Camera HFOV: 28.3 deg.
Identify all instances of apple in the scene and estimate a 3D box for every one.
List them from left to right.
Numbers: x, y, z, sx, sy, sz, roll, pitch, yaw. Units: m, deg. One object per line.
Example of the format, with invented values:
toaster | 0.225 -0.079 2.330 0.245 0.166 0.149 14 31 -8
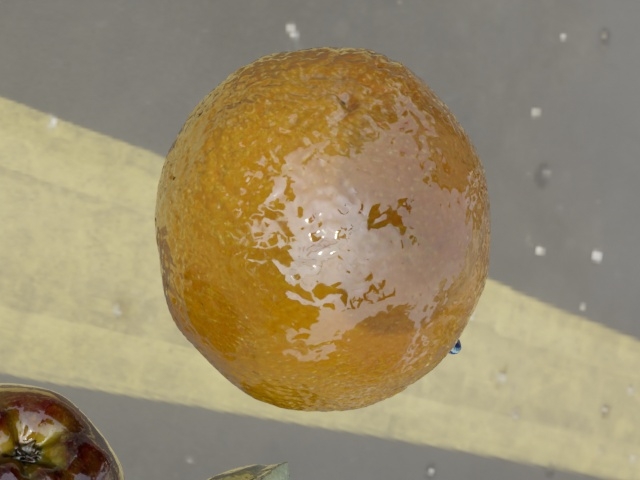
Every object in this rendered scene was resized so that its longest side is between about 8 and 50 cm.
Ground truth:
apple | -0.297 0.236 1.207 0.230 0.230 0.230 -11 105 -47

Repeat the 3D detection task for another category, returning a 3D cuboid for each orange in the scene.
orange | 0.000 0.000 1.203 0.322 0.322 0.357 -39 148 -37

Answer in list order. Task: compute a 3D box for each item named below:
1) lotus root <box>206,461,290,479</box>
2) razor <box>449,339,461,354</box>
lotus root | -0.126 0.436 1.591 0.260 0.149 0.267 -3 87 -72
razor | 0.135 0.104 1.422 0.044 0.154 0.028 41 88 -8
